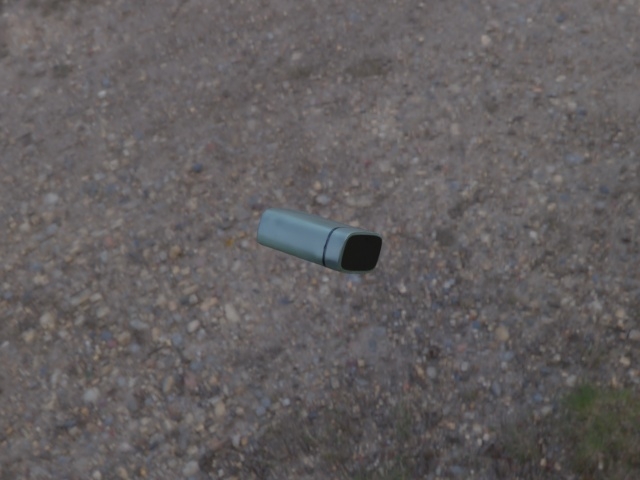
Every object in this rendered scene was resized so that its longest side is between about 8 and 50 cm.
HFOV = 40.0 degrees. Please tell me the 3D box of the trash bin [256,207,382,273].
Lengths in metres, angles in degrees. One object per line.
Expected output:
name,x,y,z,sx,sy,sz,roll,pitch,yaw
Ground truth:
trash bin,0.000,0.000,1.168,0.130,0.116,0.059,18,96,28
